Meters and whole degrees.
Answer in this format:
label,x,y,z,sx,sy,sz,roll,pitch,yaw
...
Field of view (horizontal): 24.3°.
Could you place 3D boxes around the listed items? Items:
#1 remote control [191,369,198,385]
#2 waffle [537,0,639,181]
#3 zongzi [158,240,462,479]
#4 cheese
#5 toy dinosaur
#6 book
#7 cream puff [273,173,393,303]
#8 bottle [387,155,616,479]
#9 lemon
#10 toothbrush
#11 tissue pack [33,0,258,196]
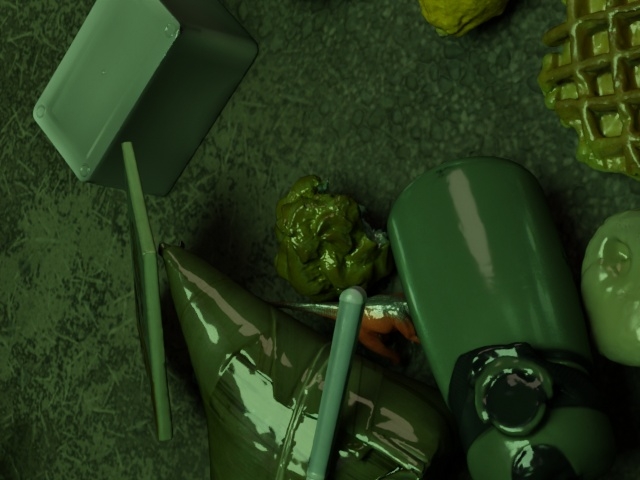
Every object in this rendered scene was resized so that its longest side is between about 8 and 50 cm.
label,x,y,z,sx,sy,sz,roll,pitch,yaw
remote control,-0.109,0.172,1.795,0.124,0.018,0.053,27,101,39
waffle,0.342,-0.190,1.426,0.301,0.058,0.281,20,98,41
zongzi,-0.088,0.275,1.618,0.418,0.181,0.447,34,109,14
cheese,0.361,0.047,1.361,0.263,0.093,0.159,4,87,41
toy dinosaur,0.055,0.088,1.609,0.280,0.101,0.055,-10,45,31
book,-0.203,0.061,1.742,0.208,0.020,0.295,-109,15,-49
cream puff,-0.001,-0.001,1.646,0.121,0.156,0.156,-46,56,3
bottle,0.176,0.092,1.415,0.168,0.168,0.347,-40,46,30
lemon,0.153,-0.288,1.562,0.114,0.114,0.155,25,106,39
toothbrush,0.005,0.209,1.460,0.030,0.025,0.342,12,102,16
tissue pack,-0.223,-0.198,1.857,0.159,0.136,0.246,51,117,32
